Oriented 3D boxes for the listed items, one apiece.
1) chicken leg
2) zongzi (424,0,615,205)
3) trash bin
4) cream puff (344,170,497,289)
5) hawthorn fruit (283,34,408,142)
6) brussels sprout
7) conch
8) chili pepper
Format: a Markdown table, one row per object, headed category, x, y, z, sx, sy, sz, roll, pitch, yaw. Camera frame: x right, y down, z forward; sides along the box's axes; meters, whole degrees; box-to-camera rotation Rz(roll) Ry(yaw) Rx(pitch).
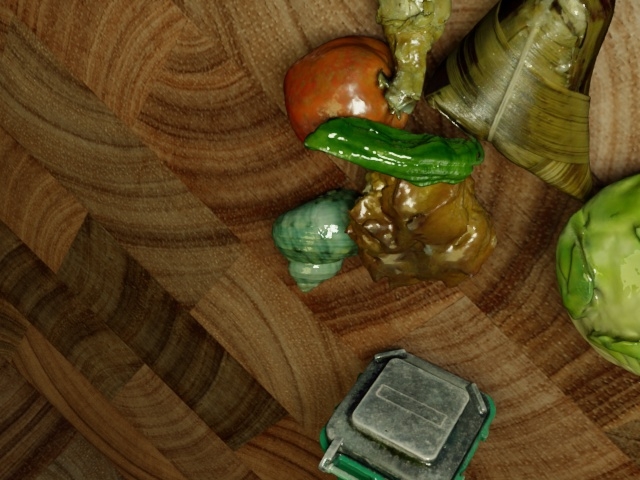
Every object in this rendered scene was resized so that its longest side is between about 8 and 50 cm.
| category | x | y | z | sx | sy | sz | roll | pitch | yaw |
| --- | --- | --- | --- | --- | --- | --- | --- | --- | --- |
| chicken leg | 0.120 | -0.277 | 1.030 | 0.103 | 0.088 | 0.227 | -1 | 88 | 35 |
| zongzi | 0.307 | -0.179 | 0.962 | 0.288 | 0.134 | 0.286 | 44 | 151 | -2 |
| trash bin | 0.152 | 0.434 | 1.476 | 0.259 | 0.295 | 0.381 | 23 | 139 | 24 |
| cream puff | 0.148 | -0.034 | 1.198 | 0.241 | 0.154 | 0.269 | 0 | 138 | 27 |
| hawthorn fruit | 0.035 | -0.209 | 1.138 | 0.189 | 0.189 | 0.189 | 21 | 133 | 24 |
| brussels sprout | 0.431 | 0.051 | 0.995 | 0.259 | 0.227 | 0.294 | 50 | 149 | 17 |
| conch | 0.000 | 0.000 | 1.365 | 0.176 | 0.121 | 0.188 | 17 | 139 | -3 |
| chili pepper | 0.107 | -0.121 | 1.044 | 0.257 | 0.100 | 0.074 | 12 | 114 | -15 |
